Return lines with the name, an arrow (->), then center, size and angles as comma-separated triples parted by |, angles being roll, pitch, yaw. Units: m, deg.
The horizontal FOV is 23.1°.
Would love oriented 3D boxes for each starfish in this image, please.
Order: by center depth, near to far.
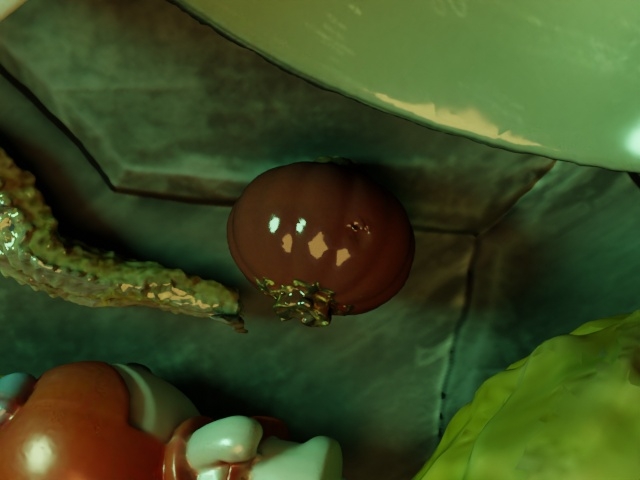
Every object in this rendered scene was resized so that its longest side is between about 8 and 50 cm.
starfish -> -0.296, -0.034, 0.826 | 0.384, 0.132, 0.398 | -18, 142, 18

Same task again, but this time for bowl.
bowl -> 0.092, -0.170, 0.612 | 0.354, 0.354, 0.185 | 17, 79, -2

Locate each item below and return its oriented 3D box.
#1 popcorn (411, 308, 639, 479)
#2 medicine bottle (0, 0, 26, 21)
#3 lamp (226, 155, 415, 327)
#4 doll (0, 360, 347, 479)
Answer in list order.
popcorn -> 0.181, 0.190, 0.770 | 0.390, 0.344, 0.354 | -14, 124, 27
medicine bottle -> -0.216, -0.220, 0.678 | 0.165, 0.165, 0.273 | -28, 113, 23
lamp -> 0.000, 0.000, 0.829 | 0.101, 0.090, 0.101 | 13, 157, 6
doll -> -0.131, 0.140, 0.912 | 0.290, 0.130, 0.161 | 3, 140, 14
